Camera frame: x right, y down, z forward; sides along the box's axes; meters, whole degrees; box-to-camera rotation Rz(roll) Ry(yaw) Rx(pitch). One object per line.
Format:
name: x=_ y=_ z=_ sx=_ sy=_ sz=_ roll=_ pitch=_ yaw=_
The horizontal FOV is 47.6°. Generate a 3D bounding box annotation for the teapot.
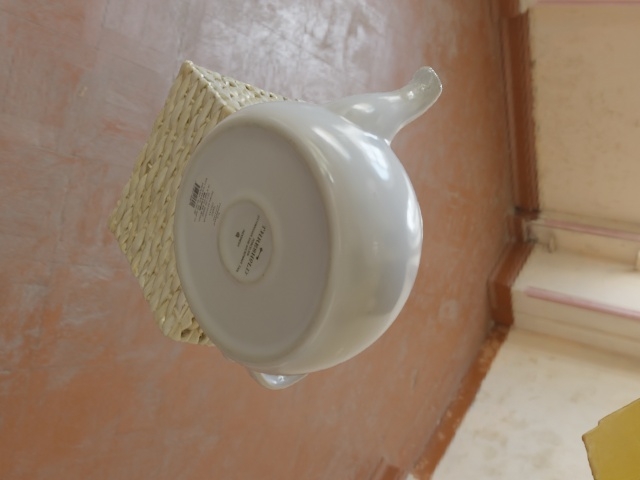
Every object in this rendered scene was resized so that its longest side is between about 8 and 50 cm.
teapot: x=0.000 y=0.000 z=0.664 sx=0.187 sy=0.256 sz=0.252 roll=-4 pitch=78 yaw=-47

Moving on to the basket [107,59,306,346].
basket: x=-0.113 y=-0.042 z=1.101 sx=0.266 sy=0.328 sz=0.331 roll=13 pitch=116 yaw=-41

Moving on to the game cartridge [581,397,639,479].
game cartridge: x=0.411 y=0.200 z=0.721 sx=0.052 sy=0.285 sz=0.324 roll=56 pitch=16 yaw=3
